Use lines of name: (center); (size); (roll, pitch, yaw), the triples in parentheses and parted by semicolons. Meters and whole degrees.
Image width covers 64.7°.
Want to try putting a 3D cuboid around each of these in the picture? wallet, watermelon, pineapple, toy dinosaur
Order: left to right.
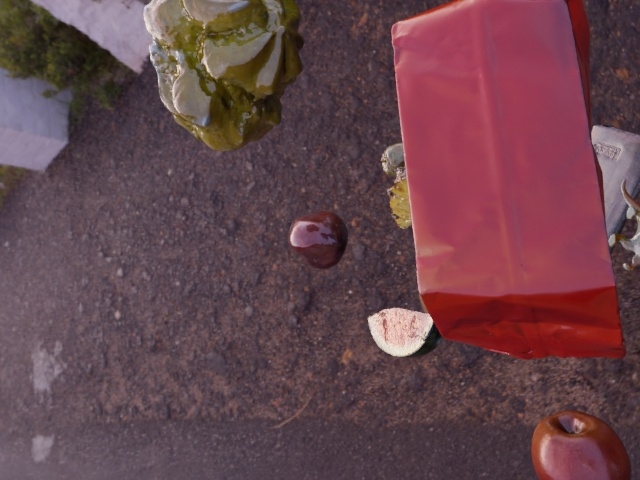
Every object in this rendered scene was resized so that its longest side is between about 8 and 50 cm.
watermelon: (0.200, 0.218, 1.196); (0.245, 0.063, 0.119); (-16, 80, 59)
pineapple: (0.193, -0.101, 0.915); (0.079, 0.135, 0.233); (-51, 15, -26)
wallet: (0.683, -0.109, 1.231); (0.169, 0.044, 0.317); (47, 133, 53)
toy dinosaur: (0.644, -0.010, 0.980); (0.057, 0.142, 0.212); (138, 151, -75)

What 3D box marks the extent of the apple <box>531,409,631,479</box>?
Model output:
apple: (0.638, 0.541, 1.247); (0.218, 0.218, 0.201); (-7, 101, 38)

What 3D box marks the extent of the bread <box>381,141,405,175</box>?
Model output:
bread: (0.318, -0.281, 1.675); (0.232, 0.128, 0.088); (-20, 45, 7)

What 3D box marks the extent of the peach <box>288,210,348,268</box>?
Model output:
peach: (0.000, 0.000, 1.263); (0.152, 0.152, 0.152); (-4, 84, 39)

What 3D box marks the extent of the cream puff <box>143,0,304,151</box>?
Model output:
cream puff: (-0.152, -0.360, 0.988); (0.275, 0.378, 0.378); (6, 90, 19)

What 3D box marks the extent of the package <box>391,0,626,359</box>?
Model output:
package: (0.197, -0.083, 0.546); (0.196, 0.123, 0.424); (-8, 81, 30)

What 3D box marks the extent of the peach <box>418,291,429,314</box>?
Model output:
peach: (0.395, 0.117, 1.366); (0.247, 0.292, 0.292); (38, 116, -8)
